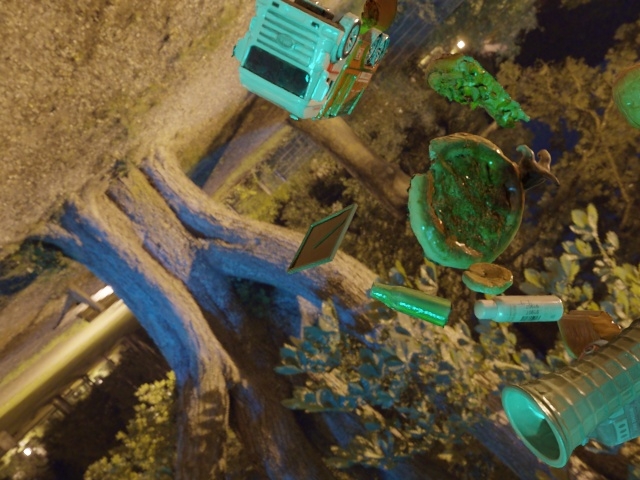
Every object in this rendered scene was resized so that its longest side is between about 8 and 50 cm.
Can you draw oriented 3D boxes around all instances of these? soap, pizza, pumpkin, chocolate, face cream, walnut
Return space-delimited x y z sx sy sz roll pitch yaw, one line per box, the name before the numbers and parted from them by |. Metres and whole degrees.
soap | 0.889 0.313 1.647 0.080 0.160 0.257 -14 172 -2
pizza | 0.370 -0.380 1.276 0.074 0.288 0.251 -55 -149 8
pumpkin | 0.196 -0.758 1.535 0.278 0.112 0.162 91 17 -78
chocolate | 0.321 0.220 1.804 0.110 0.292 0.110 19 90 -86
face cream | 0.591 0.206 1.504 0.269 0.081 0.082 0 180 -15
walnut | 0.912 -0.401 1.387 0.165 0.197 0.165 -31 177 -2

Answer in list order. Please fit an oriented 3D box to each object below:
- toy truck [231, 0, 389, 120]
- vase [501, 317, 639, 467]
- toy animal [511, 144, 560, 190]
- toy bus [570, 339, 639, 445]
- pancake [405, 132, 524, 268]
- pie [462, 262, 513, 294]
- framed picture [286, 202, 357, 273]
toy truck | -0.008 -0.332 0.940 0.206 0.174 0.387 -64 171 22
vase | 0.471 0.240 0.848 0.299 0.143 0.143 -25 -179 -14
toy animal | 0.573 -0.173 1.471 0.233 0.121 0.168 -41 -130 48
toy bus | 0.813 0.446 1.424 0.232 0.294 0.197 -31 -153 -5
pancake | 0.383 -0.102 1.322 0.382 0.382 0.071 -47 -161 -18
pie | 0.275 0.062 0.822 0.084 0.085 0.019 -54 147 -56
framed picture | 0.000 0.000 1.399 0.250 0.016 0.184 -22 -143 57
